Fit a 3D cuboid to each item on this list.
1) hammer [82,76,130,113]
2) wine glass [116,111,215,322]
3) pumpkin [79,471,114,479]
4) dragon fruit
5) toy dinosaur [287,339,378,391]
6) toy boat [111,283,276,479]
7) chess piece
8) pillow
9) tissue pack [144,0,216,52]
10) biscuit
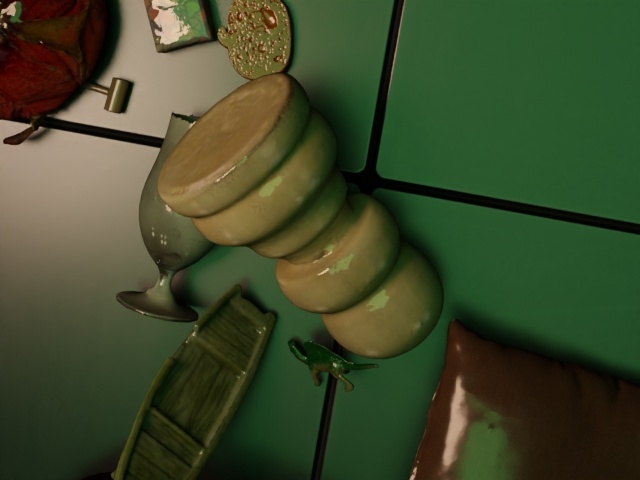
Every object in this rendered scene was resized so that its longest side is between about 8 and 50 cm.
[{"bbox_3d":[-0.254,-0.164,1.372,0.110,0.019,0.036,18,98,7],"label":"hammer"},{"bbox_3d":[-0.140,-0.025,1.337,0.092,0.093,0.202,15,99,5],"label":"wine glass"},{"bbox_3d":[-0.213,0.353,1.354,0.233,0.163,0.233,1,108,3],"label":"pumpkin"},{"bbox_3d":[-0.333,-0.229,1.303,0.218,0.148,0.224,36,98,6],"label":"dragon fruit"},{"bbox_3d":[0.011,0.124,1.342,0.060,0.119,0.029,51,63,-24],"label":"toy dinosaur"},{"bbox_3d":[-0.137,0.174,1.304,0.093,0.293,0.055,41,144,-20],"label":"toy boat"},{"bbox_3d":[0.000,0.000,1.266,0.167,0.167,0.300,-38,115,9],"label":"chess piece"},{"bbox_3d":[0.230,0.264,1.303,0.305,0.108,0.308,16,88,-4],"label":"pillow"},{"bbox_3d":[-0.145,-0.237,1.341,0.063,0.035,0.083,-14,94,7],"label":"tissue pack"},{"bbox_3d":[-0.067,-0.208,1.345,0.078,0.015,0.091,2,97,5],"label":"biscuit"}]
